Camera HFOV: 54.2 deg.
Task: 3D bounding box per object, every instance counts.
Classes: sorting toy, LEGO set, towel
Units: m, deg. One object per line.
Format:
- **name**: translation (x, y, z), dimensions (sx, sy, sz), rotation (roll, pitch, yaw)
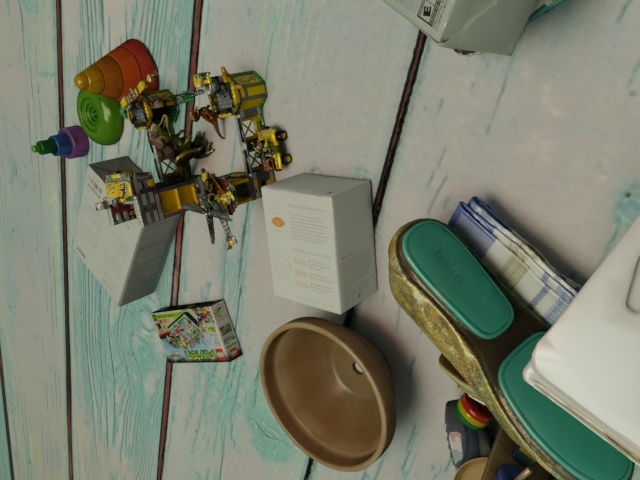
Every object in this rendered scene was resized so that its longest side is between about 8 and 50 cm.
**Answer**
- **sorting toy**: translation (-0.444, -0.240, 1.160), dimensions (0.366, 0.126, 0.127), rotation (-26, 89, 43)
- **sorting toy**: translation (0.270, 0.285, 0.721), dimensions (0.275, 0.132, 0.046), rotation (37, 121, 11)
- **LEGO set**: translation (-0.231, -0.134, 0.969), dimensions (0.331, 0.192, 0.254), rotation (11, 114, 38)
- **towel**: translation (0.241, 0.101, 0.746), dimensions (0.285, 0.034, 0.209), rotation (45, 143, 21)

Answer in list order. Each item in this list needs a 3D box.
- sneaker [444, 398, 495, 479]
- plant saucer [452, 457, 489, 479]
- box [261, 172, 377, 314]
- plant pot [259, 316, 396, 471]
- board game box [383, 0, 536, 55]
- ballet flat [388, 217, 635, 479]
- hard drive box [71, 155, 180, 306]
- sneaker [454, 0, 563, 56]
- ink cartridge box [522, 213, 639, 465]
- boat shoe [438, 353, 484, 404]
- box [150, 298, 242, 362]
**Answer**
- **sneaker**: translation (0.269, 0.342, 0.808), dimensions (0.131, 0.112, 0.319), rotation (-25, 88, 21)
- **plant saucer**: translation (0.202, 0.305, 0.763), dimensions (0.084, 0.015, 0.083), rotation (0, 88, 13)
- **box**: translation (0.000, 0.000, 0.892), dimensions (0.130, 0.091, 0.170), rotation (12, 115, 38)
- **plant pot**: translation (0.029, 0.214, 0.941), dimensions (0.237, 0.110, 0.237), rotation (18, 119, 36)
- **board game box**: translation (0.103, -0.342, 0.581), dimensions (0.303, 0.098, 0.224), rotation (57, 139, 41)
- **ballet flat**: translation (0.197, 0.126, 0.699), dimensions (0.348, 0.123, 0.123), rotation (51, 133, 16)
- **hard drive box**: translation (-0.388, -0.017, 1.227), dimensions (0.181, 0.089, 0.232), rotation (45, 130, 18)
- **sneaker**: translation (0.220, -0.251, 0.589), dimensions (0.275, 0.110, 0.107), rotation (-18, 78, 61)
- **ink cartridge box**: translation (0.285, 0.042, 0.483), dimensions (0.121, 0.289, 0.211), rotation (38, 105, 24)
- **boat shoe**: translation (0.213, 0.185, 0.770), dimensions (0.153, 0.056, 0.048), rotation (23, 137, 29)
- **box**: translation (-0.245, 0.180, 1.219), dimensions (0.207, 0.036, 0.114), rotation (-12, 99, 43)
